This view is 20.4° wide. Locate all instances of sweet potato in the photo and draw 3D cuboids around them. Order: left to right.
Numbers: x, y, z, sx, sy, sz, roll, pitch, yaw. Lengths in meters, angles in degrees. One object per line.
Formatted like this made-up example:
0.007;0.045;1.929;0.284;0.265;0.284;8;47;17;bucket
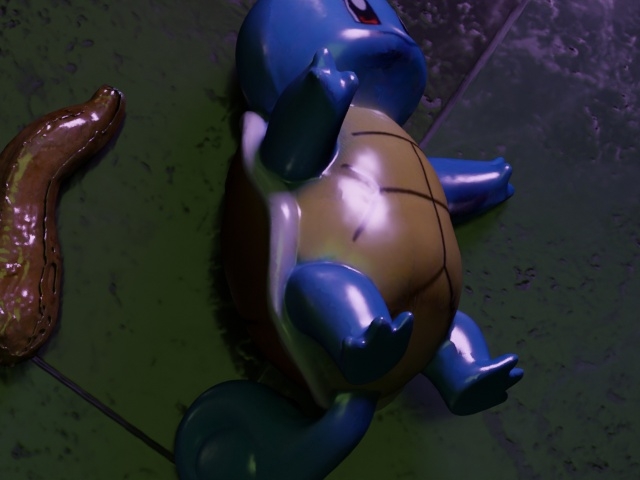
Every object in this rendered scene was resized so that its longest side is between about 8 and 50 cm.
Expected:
-0.218;-0.017;1.348;0.081;0.062;0.233;21;77;-18;sweet potato

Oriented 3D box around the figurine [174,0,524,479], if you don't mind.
0.028;0.010;1.306;0.298;0.243;0.416;16;81;-47;figurine
